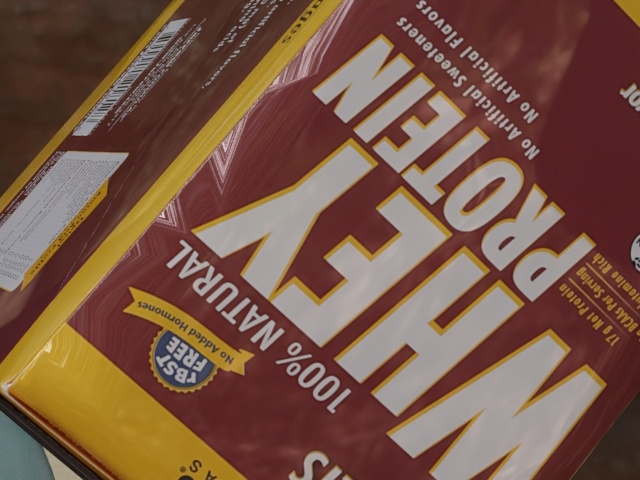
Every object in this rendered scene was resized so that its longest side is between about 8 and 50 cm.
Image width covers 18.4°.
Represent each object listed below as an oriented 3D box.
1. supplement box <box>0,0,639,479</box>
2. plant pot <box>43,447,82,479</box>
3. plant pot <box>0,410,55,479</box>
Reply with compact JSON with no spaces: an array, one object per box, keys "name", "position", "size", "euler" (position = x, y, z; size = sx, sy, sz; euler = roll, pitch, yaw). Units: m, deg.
[{"name":"supplement box","position":[0.000,0.000,0.572],"size":[0.191,0.129,0.194],"euler":[-50,17,-10]},{"name":"plant pot","position":[-0.164,0.203,1.428],"size":[0.257,0.256,0.274],"euler":[-12,11,-2]},{"name":"plant pot","position":[-0.255,0.224,1.081],"size":[0.293,0.196,0.293],"euler":[-28,-10,-5]}]
